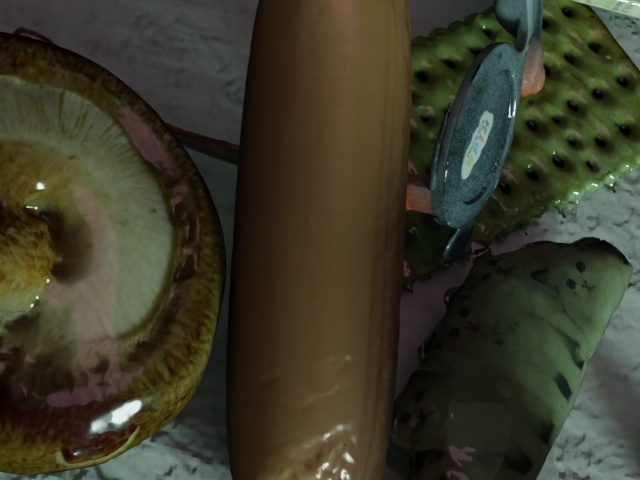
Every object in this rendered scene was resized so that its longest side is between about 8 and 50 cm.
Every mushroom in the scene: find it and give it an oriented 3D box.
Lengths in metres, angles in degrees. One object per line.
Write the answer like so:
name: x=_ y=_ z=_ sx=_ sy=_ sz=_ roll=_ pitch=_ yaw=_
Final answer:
mushroom: x=-0.157 y=0.007 z=0.948 sx=0.231 sy=0.138 sz=0.194 roll=44 pitch=42 yaw=-6

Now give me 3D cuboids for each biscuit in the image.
biscuit: x=0.097 y=-0.067 z=1.144 sx=0.231 sy=0.016 sz=0.139 roll=-25 pitch=70 yaw=-30

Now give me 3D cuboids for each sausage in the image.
sausage: x=0.000 y=0.001 z=0.965 sx=0.086 sy=0.086 sz=0.289 roll=5 pitch=90 yaw=-18

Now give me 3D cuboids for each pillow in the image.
pillow: x=0.087 y=0.073 z=1.037 sx=0.093 sy=0.051 sz=0.241 roll=35 pitch=56 yaw=-4

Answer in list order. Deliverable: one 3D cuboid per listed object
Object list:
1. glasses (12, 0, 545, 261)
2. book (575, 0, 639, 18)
glasses: x=-0.006 y=-0.121 z=1.112 sx=0.268 sy=0.118 sz=0.234 roll=11 pitch=55 yaw=13
book: x=0.254 y=-0.192 z=1.263 sx=0.232 sy=0.022 sz=0.162 roll=13 pitch=54 yaw=-15
